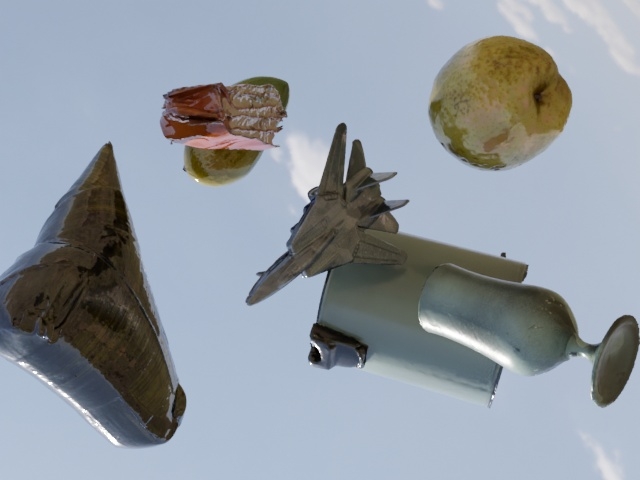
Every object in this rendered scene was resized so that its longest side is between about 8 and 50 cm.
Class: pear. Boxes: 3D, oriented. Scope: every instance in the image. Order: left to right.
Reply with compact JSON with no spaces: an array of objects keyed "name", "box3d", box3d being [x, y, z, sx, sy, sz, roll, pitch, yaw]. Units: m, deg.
[{"name":"pear","box3d":[0.225,-0.172,1.043,0.178,0.178,0.178,34,-147,-26]}]

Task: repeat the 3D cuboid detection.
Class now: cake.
[{"name":"cake","box3d":[-0.145,-0.197,1.326,0.287,0.135,0.098,-5,-95,-61]}]

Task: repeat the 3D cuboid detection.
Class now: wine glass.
[{"name":"wine glass","box3d":[0.224,0.097,0.935,0.231,0.103,0.103,19,-173,40]}]

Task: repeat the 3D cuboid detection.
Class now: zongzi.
[{"name":"zongzi","box3d":[-0.335,0.097,1.431,0.403,0.208,0.432,55,-144,-35]}]

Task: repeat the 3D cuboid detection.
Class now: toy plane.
[{"name":"toy plane","box3d":[-0.007,-0.001,1.047,0.267,0.088,0.212,-39,-65,-26]}]

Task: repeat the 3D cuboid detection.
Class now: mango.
[{"name":"mango","box3d":[-0.156,-0.202,1.506,0.137,0.237,0.091,24,-168,-30]}]

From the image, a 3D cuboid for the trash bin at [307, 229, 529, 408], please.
[{"name":"trash bin","box3d":[0.147,0.104,1.223,0.263,0.217,0.277,15,-135,13]}]
